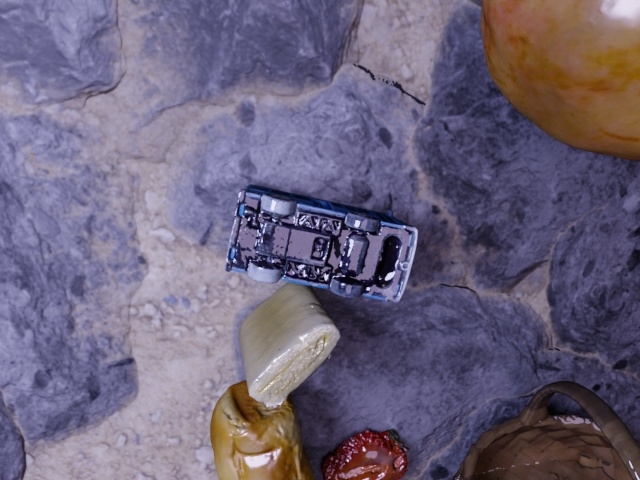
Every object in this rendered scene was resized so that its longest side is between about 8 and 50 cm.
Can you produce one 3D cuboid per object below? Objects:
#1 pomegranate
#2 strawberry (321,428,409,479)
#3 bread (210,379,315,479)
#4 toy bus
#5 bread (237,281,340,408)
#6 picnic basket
[{"bbox_3d":[0.382,-0.307,0.548,0.411,0.411,0.411,-2,103,-9],"label":"pomegranate"},{"bbox_3d":[0.077,0.369,0.805,0.152,0.048,0.104,-22,102,-7],"label":"strawberry"},{"bbox_3d":[-0.074,0.357,0.714,0.132,0.167,0.294,-14,105,-6],"label":"bread"},{"bbox_3d":[0.000,0.000,0.665,0.234,0.133,0.116,12,100,-7],"label":"toy bus"},{"bbox_3d":[-0.047,0.130,0.663,0.139,0.178,0.060,-40,110,1],"label":"bread"},{"bbox_3d":[0.378,0.364,0.704,0.337,0.293,0.337,-7,132,-8],"label":"picnic basket"}]
